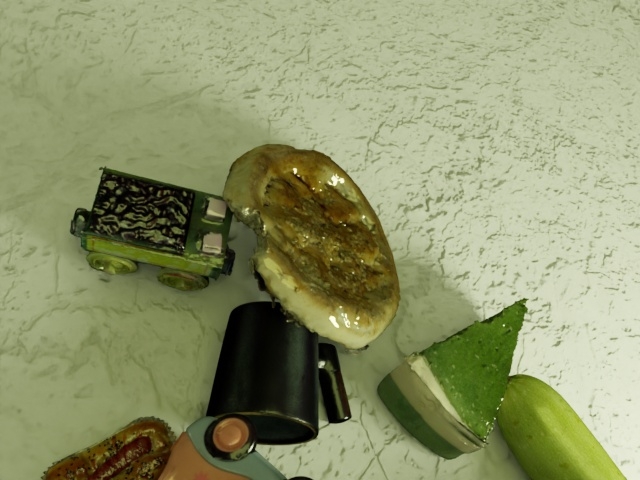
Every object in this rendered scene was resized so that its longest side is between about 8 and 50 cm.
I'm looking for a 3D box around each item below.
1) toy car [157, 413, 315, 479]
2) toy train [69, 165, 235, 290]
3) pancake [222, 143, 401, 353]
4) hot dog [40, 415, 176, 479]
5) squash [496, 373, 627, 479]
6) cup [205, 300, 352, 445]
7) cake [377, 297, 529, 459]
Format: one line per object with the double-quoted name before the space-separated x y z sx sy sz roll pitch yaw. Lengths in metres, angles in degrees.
"toy car" -0.122 0.380 0.918 0.270 0.180 0.212 37 60 25
"toy train" -0.252 -0.013 1.077 0.260 0.177 0.134 13 64 -12
"pancake" -0.001 0.001 1.117 0.382 0.071 0.382 34 36 -29
"hot dog" -0.289 0.326 0.983 0.191 0.059 0.108 -25 72 -25
"squash" 0.385 0.331 1.172 0.132 0.132 0.247 -28 78 -27
"cup" -0.066 0.218 1.083 0.166 0.239 0.177 -10 56 22
"cake" 0.220 0.188 1.163 0.172 0.158 0.284 32 59 -2
